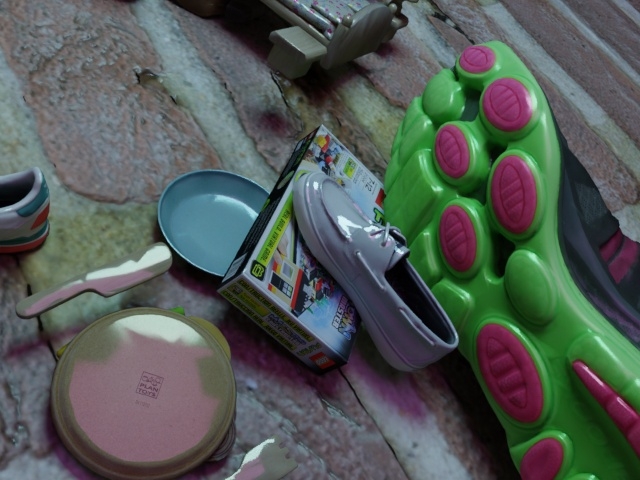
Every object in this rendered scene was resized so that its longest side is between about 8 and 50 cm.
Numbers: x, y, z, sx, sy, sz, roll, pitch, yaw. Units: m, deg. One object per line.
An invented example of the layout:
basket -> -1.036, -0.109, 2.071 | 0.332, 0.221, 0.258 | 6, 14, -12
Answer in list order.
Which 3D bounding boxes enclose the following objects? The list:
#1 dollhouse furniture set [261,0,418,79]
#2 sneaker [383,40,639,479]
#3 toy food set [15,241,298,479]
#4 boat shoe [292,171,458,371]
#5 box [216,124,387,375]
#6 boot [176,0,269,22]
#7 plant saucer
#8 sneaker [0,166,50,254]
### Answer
dollhouse furniture set -> -0.026, -0.371, 0.793 | 0.303, 0.173, 0.355 | 38, 35, 7
sneaker -> 0.206, 0.045, 0.612 | 0.202, 0.185, 0.482 | 6, 59, -50
toy food set -> -0.116, 0.104, 0.479 | 0.133, 0.038, 0.192 | -23, 71, -32
boat shoe -> 0.046, 0.019, 0.554 | 0.066, 0.063, 0.184 | -22, 83, -50
box -> 0.000, 0.000, 0.600 | 0.114, 0.036, 0.207 | 42, 42, -18
boot -> -0.118, -0.294, 0.817 | 0.119, 0.042, 0.087 | 28, 38, -5
plant saucer -> -0.083, -0.011, 0.600 | 0.120, 0.021, 0.119 | 15, 48, -17
sneaker -> -0.265, -0.021, 0.473 | 0.161, 0.075, 0.057 | -11, 58, -35
